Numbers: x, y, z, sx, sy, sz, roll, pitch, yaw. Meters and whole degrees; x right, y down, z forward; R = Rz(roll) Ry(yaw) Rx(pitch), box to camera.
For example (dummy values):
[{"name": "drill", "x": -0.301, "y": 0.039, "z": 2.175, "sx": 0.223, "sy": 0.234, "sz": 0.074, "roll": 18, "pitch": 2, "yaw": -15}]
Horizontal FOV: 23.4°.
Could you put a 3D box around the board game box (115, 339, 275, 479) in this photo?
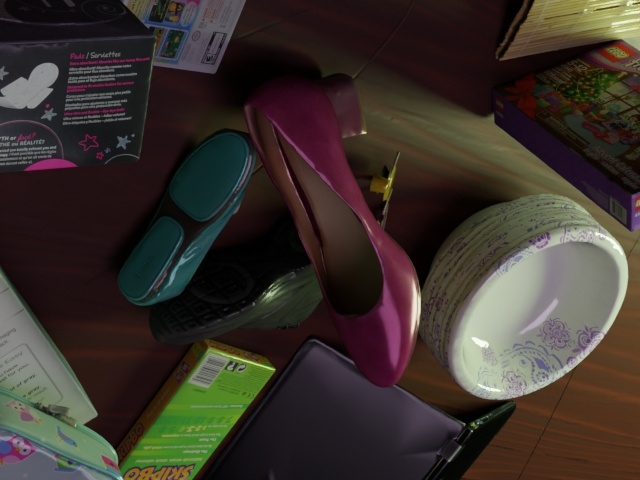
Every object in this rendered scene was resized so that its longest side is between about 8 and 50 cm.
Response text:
[{"name": "board game box", "x": -0.179, "y": 0.244, "z": 2.012, "sx": 0.124, "sy": 0.039, "sz": 0.259, "roll": 22, "pitch": 109, "yaw": -43}]

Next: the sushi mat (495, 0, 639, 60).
[{"name": "sushi mat", "x": 0.372, "y": -0.293, "z": 1.918, "sx": 0.316, "sy": 0.019, "sz": 0.151, "roll": -12, "pitch": 151, "yaw": -26}]

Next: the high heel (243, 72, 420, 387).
[{"name": "high heel", "x": 0.000, "y": 0.000, "z": 1.742, "sx": 0.181, "sy": 0.127, "sz": 0.377, "roll": -20, "pitch": 96, "yaw": -53}]

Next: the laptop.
[{"name": "laptop", "x": 0.039, "y": 0.336, "z": 2.255, "sx": 0.382, "sy": 0.236, "sz": 0.408, "roll": -53, "pitch": 164, "yaw": 16}]

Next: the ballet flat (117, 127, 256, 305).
[{"name": "ballet flat", "x": -0.144, "y": -0.029, "z": 1.786, "sx": 0.247, "sy": 0.083, "sz": 0.087, "roll": -54, "pitch": 160, "yaw": 16}]

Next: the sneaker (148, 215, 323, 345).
[{"name": "sneaker", "x": -0.071, "y": 0.068, "z": 1.891, "sx": 0.286, "sy": 0.109, "sz": 0.130, "roll": -23, "pitch": 139, "yaw": -15}]

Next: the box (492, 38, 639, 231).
[{"name": "box", "x": 0.371, "y": -0.136, "z": 1.880, "sx": 0.201, "sy": 0.293, "sz": 0.057, "roll": -22, "pitch": 129, "yaw": -19}]

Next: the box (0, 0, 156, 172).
[{"name": "box", "x": -0.306, "y": -0.165, "z": 1.483, "sx": 0.247, "sy": 0.163, "sz": 0.142, "roll": -6, "pitch": 125, "yaw": -32}]

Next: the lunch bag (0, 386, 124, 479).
[{"name": "lunch bag", "x": -0.361, "y": 0.295, "z": 1.689, "sx": 0.224, "sy": 0.108, "sz": 0.279, "roll": 32, "pitch": 104, "yaw": -24}]

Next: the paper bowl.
[{"name": "paper bowl", "x": 0.258, "y": 0.062, "z": 2.078, "sx": 0.284, "sy": 0.148, "sz": 0.284, "roll": -19, "pitch": 134, "yaw": -20}]

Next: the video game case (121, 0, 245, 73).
[{"name": "video game case", "x": -0.145, "y": -0.254, "z": 1.626, "sx": 0.143, "sy": 0.019, "sz": 0.157, "roll": 4, "pitch": 123, "yaw": -37}]

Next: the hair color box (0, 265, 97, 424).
[{"name": "hair color box", "x": -0.408, "y": 0.104, "z": 1.677, "sx": 0.185, "sy": 0.113, "sz": 0.374, "roll": -32, "pitch": 138, "yaw": -8}]

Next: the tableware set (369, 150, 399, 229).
[{"name": "tableware set", "x": 0.066, "y": -0.032, "z": 1.913, "sx": 0.024, "sy": 0.104, "sz": 0.154, "roll": 16, "pitch": 140, "yaw": 6}]
